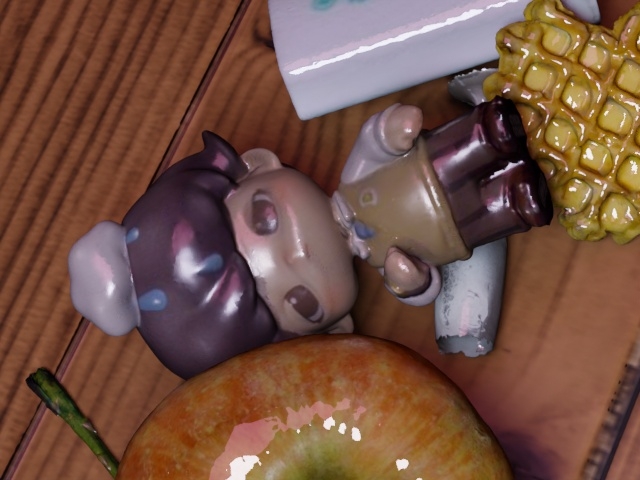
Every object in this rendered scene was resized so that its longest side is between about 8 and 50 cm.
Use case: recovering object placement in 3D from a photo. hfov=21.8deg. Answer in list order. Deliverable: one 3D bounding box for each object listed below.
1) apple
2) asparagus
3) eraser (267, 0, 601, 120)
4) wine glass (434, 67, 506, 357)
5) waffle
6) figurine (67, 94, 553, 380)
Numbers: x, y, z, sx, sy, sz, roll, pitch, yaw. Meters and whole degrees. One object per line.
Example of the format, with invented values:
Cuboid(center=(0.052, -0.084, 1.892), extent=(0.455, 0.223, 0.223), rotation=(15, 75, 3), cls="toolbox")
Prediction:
Cuboid(center=(-0.006, 0.210, 1.279), extent=(0.309, 0.250, 0.277), rotation=(7, 83, 0), cls="apple")
Cuboid(center=(-0.191, 0.191, 1.474), extent=(0.233, 0.023, 0.022), rotation=(43, 128, 29), cls="asparagus")
Cuboid(center=(0.101, -0.222, 1.516), extent=(0.290, 0.104, 0.189), rotation=(-17, 42, 9), cls="eraser")
Cuboid(center=(0.135, -0.020, 1.445), extent=(0.074, 0.074, 0.262), rotation=(0, 67, 17), cls="wine glass")
Cuboid(center=(0.275, -0.119, 1.399), extent=(0.253, 0.056, 0.249), rotation=(-32, 93, 7), cls="waffle")
Cuboid(center=(0.001, 0.010, 1.365), extent=(0.365, 0.218, 0.206), rotation=(-15, 30, 30), cls="figurine")
